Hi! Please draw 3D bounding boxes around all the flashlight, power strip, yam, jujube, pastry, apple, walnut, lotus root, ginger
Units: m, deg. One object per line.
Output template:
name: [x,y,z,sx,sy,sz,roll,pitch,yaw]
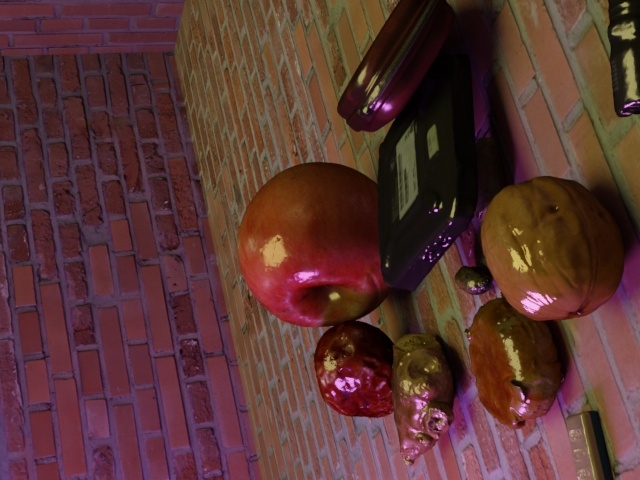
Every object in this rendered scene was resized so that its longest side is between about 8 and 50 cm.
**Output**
flashlight: [0.410,-0.375,1.393,0.103,0.103,0.423,167,98,-71]
power strip: [0.416,0.326,1.650,0.056,0.032,0.123,140,124,-66]
yam: [0.287,-0.109,1.854,0.070,0.070,0.146,137,125,-66]
jujube: [0.090,0.282,2.274,0.290,0.197,0.197,57,-169,-54]
pastry: [0.322,0.199,1.788,0.218,0.100,0.228,148,111,-73]
apple: [0.000,0.000,2.289,0.364,0.364,0.363,175,90,-71]
walnut: [0.336,0.009,1.549,0.195,0.195,0.221,108,146,-49]
lotus root: [0.281,0.074,1.940,0.099,0.054,0.049,-155,72,-68]
ginger: [0.207,0.333,2.126,0.219,0.123,0.270,-123,24,-69]

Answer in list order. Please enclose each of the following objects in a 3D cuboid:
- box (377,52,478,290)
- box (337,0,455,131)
box: [0.191,-0.121,1.922,0.350,0.091,0.359,120,154,-58]
box: [0.134,-0.322,1.951,0.263,0.108,0.404,-58,3,0]
